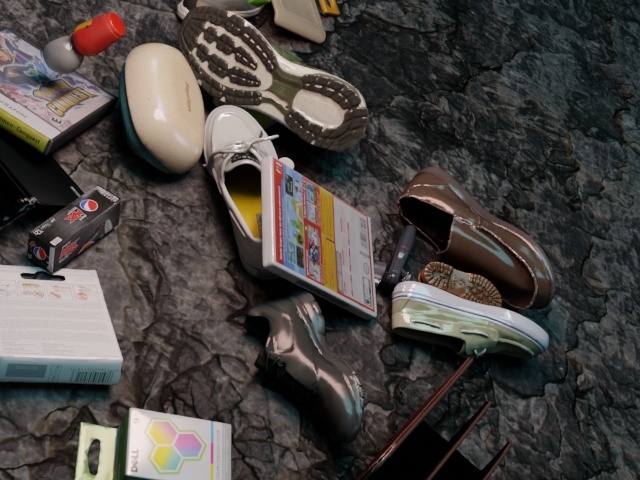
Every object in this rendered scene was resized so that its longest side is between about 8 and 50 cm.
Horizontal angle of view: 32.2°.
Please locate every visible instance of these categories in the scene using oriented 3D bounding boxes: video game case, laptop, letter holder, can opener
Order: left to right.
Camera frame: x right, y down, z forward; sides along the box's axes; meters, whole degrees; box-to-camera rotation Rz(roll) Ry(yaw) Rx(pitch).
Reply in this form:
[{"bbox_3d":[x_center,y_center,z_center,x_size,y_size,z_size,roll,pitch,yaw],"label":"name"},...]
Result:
[{"bbox_3d":[-0.543,-0.090,1.774,0.264,0.136,0.234,-38,73,-20],"label":"laptop"},{"bbox_3d":[-0.505,-0.263,1.889,0.248,0.035,0.275,32,26,0],"label":"video game case"},{"bbox_3d":[0.000,0.000,1.884,0.285,0.025,0.204,30,48,-46],"label":"video game case"},{"bbox_3d":[0.143,0.029,2.039,0.073,0.059,0.186,32,42,0],"label":"can opener"},{"bbox_3d":[0.167,0.339,1.650,0.152,0.214,0.302,42,43,10],"label":"letter holder"}]

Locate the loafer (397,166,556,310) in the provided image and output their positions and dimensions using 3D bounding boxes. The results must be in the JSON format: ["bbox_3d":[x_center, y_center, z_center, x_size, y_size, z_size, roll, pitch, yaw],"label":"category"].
[{"bbox_3d":[0.280,0.014,2.099,0.366,0.133,0.130,41,46,23],"label":"loafer"}]

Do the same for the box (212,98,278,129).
[{"bbox_3d":[-0.115,-0.279,2.182,0.109,0.042,0.178,44,43,11],"label":"box"}]

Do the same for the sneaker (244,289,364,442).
[{"bbox_3d":[-0.031,0.207,1.753,0.130,0.109,0.286,-9,47,-29],"label":"sneaker"}]

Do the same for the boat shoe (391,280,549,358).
[{"bbox_3d":[0.260,0.163,1.972,0.302,0.109,0.094,18,67,-9],"label":"boat shoe"}]

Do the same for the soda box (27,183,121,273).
[{"bbox_3d":[-0.389,-0.020,1.761,0.053,0.060,0.169,29,41,15],"label":"soda box"}]

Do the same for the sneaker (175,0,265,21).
[{"bbox_3d":[-0.184,-0.523,2.323,0.100,0.108,0.271,40,41,11],"label":"sneaker"}]

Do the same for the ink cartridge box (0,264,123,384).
[{"bbox_3d":[-0.404,0.123,1.647,0.181,0.056,0.224,5,30,-27],"label":"ink cartridge box"}]

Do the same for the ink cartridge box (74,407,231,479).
[{"bbox_3d":[-0.232,0.302,1.558,0.209,0.062,0.109,14,46,-19],"label":"ink cartridge box"}]

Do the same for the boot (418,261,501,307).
[{"bbox_3d":[0.253,0.089,2.032,0.158,0.084,0.059,26,74,-4],"label":"boot"}]

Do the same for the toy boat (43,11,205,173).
[{"bbox_3d":[-0.331,-0.267,1.933,0.318,0.148,0.267,44,30,-44],"label":"toy boat"}]

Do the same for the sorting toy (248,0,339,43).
[{"bbox_3d":[-0.071,-0.526,2.385,0.348,0.047,0.196,12,61,-55],"label":"sorting toy"}]

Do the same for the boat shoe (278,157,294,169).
[{"bbox_3d":[-0.098,-0.103,2.030,0.046,0.038,0.125,37,62,12],"label":"boat shoe"}]

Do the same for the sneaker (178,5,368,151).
[{"bbox_3d":[-0.089,-0.306,2.130,0.410,0.158,0.182,34,12,3],"label":"sneaker"}]

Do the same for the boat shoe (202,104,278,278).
[{"bbox_3d":[-0.131,-0.121,1.922,0.136,0.156,0.367,-10,57,-7],"label":"boat shoe"}]
